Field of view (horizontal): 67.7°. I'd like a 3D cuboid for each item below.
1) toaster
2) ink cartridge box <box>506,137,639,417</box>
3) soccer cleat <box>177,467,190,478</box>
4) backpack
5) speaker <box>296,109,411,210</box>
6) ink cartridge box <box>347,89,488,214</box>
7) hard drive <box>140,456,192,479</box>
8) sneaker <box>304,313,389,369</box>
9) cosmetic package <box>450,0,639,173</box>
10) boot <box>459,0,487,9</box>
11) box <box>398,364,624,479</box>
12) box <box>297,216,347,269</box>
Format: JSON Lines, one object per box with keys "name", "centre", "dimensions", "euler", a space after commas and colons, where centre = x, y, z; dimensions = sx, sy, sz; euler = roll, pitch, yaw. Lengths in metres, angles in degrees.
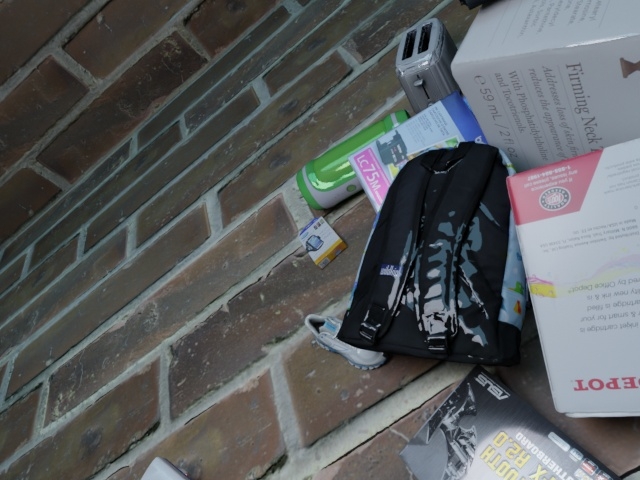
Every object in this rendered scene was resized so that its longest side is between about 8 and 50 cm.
{"name": "toaster", "centre": [0.267, -0.430, 1.163], "dimensions": [0.129, 0.146, 0.227], "euler": [-8, 52, 35]}
{"name": "ink cartridge box", "centre": [0.382, 0.043, 0.585], "dimensions": [0.226, 0.131, 0.306], "euler": [-14, 79, 33]}
{"name": "soccer cleat", "centre": [-0.266, 0.532, 0.888], "dimensions": [0.076, 0.068, 0.196], "euler": [121, 148, -54]}
{"name": "backpack", "centre": [0.211, 0.014, 0.786], "dimensions": [0.290, 0.273, 0.356], "euler": [-4, 75, 41]}
{"name": "speaker", "centre": [0.092, -0.184, 1.125], "dimensions": [0.296, 0.131, 0.131], "euler": [-27, 43, 21]}
{"name": "ink cartridge box", "centre": [0.230, -0.168, 0.968], "dimensions": [0.311, 0.065, 0.186], "euler": [-29, 75, 12]}
{"name": "hard drive", "centre": [-0.220, 0.541, 0.782], "dimensions": [0.318, 0.040, 0.210], "euler": [21, 71, 31]}
{"name": "sneaker", "centre": [0.041, 0.183, 0.894], "dimensions": [0.190, 0.083, 0.071], "euler": [8, 61, 43]}
{"name": "cosmetic package", "centre": [0.480, -0.279, 0.710], "dimensions": [0.393, 0.329, 0.327], "euler": [10, 64, 46]}
{"name": "boot", "centre": [0.294, -0.459, 0.691], "dimensions": [0.207, 0.094, 0.247], "euler": [-8, 57, 32]}
{"name": "box", "centre": [0.243, 0.307, 0.634], "dimensions": [0.183, 0.056, 0.231], "euler": [-47, 40, -2]}
{"name": "box", "centre": [0.000, 0.000, 1.126], "dimensions": [0.081, 0.028, 0.136], "euler": [-42, 37, 4]}
